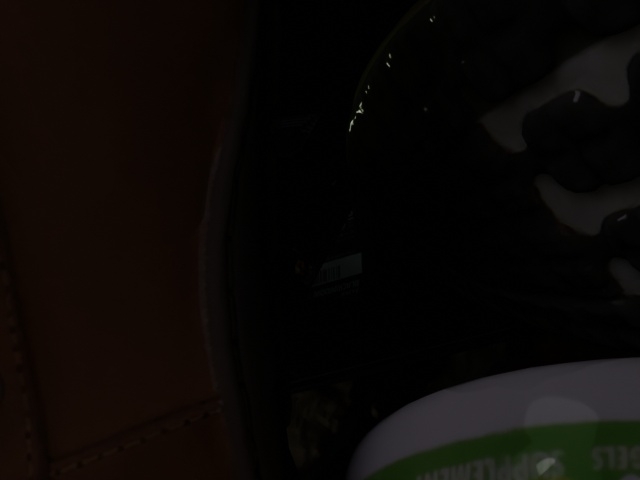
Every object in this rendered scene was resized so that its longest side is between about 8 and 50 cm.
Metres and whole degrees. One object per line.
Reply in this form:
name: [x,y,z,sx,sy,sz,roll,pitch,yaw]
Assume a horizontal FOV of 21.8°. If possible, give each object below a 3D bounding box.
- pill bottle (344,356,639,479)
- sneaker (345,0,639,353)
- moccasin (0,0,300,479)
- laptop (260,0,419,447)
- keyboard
pill bottle: [0.066,0.160,0.330,0.136,0.136,0.245,-15,56,31]
sneaker: [0.191,-0.110,0.427,0.410,0.158,0.182,-29,22,22]
moccasin: [-0.079,0.043,0.373,0.139,0.147,0.380,-138,46,-70]
laptop: [-0.067,0.048,0.563,0.234,0.136,0.264,-3,44,34]
keyboard: [0.000,0.000,0.558,0.180,0.023,0.108,-16,62,29]
